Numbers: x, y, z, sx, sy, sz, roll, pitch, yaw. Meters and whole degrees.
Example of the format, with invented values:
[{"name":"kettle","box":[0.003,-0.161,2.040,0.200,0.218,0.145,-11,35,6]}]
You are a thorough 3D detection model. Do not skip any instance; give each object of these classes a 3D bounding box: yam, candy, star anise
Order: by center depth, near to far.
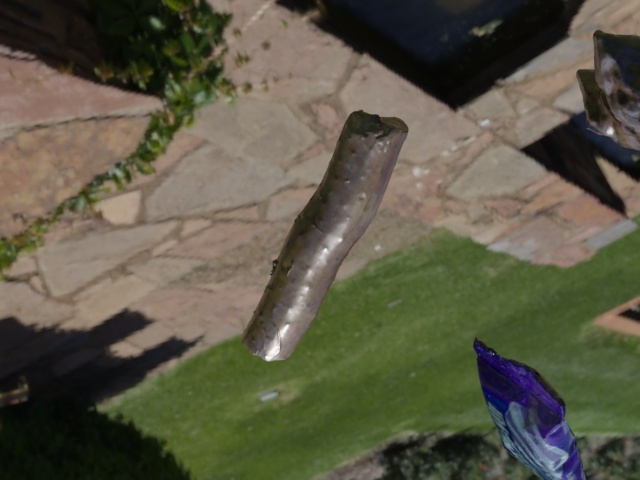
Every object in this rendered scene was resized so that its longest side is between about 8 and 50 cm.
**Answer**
[{"name":"yam","box":[0.000,0.000,0.732,0.057,0.057,0.241,-1,131,-38]},{"name":"star anise","box":[0.396,-0.112,1.010,0.108,0.315,0.315,-50,155,-3]},{"name":"candy","box":[0.267,0.237,1.156,0.070,0.145,0.275,-36,132,-12]}]
